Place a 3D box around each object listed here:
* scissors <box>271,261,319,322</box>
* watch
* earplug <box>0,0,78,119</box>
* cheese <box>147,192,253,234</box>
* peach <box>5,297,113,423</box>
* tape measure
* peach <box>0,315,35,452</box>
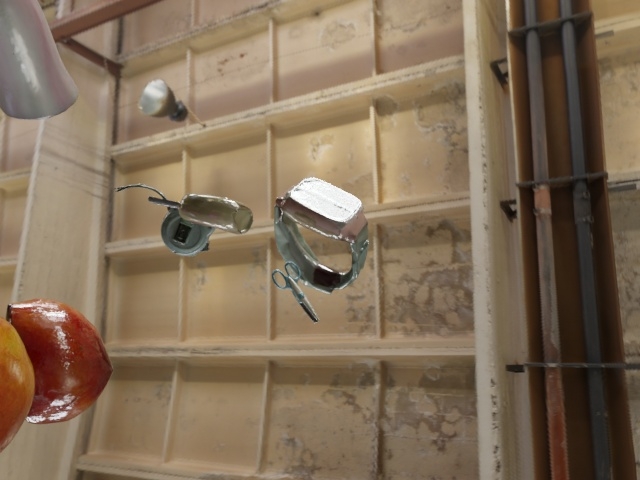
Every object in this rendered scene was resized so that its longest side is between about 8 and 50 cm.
[{"bbox_3d":[-0.037,0.095,1.006,0.119,0.058,0.014,56,-34,-1],"label":"scissors"},{"bbox_3d":[0.000,0.000,1.409,0.253,0.162,0.241,28,-53,13],"label":"watch"},{"bbox_3d":[-0.642,-0.427,1.197,0.172,0.301,0.172,1,-131,-2],"label":"earplug"},{"bbox_3d":[-0.318,-0.082,1.476,0.286,0.163,0.082,13,-95,21],"label":"cheese"},{"bbox_3d":[-0.711,0.303,1.465,0.281,0.338,0.281,-27,-152,16],"label":"peach"},{"bbox_3d":[-0.472,-0.062,1.674,0.330,0.084,0.164,19,-90,-6],"label":"tape measure"},{"bbox_3d":[-0.573,0.236,0.867,0.281,0.238,0.281,-56,-167,20],"label":"peach"}]
